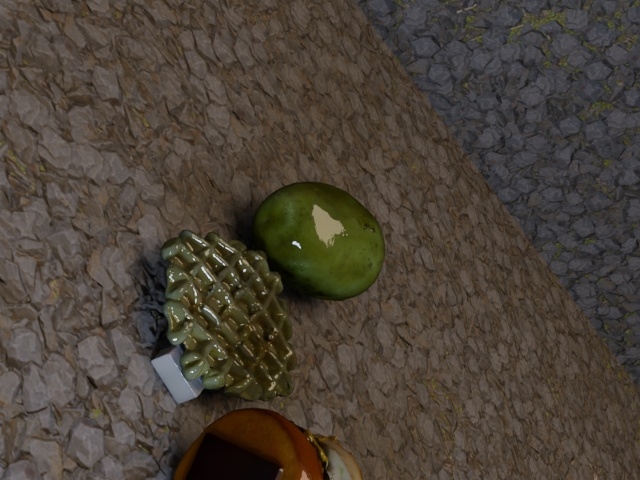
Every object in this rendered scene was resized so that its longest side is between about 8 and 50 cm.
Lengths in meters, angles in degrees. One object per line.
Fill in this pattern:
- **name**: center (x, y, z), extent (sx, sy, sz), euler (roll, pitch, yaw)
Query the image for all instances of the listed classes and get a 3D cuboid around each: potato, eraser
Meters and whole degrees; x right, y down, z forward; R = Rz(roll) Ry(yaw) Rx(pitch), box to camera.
- **potato**: center (-0.002, 0.002, 1.857), extent (0.304, 0.216, 0.216), euler (19, 55, -41)
- **eraser**: center (-0.189, 0.173, 1.590), extent (0.092, 0.046, 0.212), euler (60, 30, -12)

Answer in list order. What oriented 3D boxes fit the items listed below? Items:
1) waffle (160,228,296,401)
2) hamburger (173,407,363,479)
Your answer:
- **waffle**: center (-0.144, 0.121, 1.596), extent (0.309, 0.056, 0.291), euler (19, 55, -50)
- **hamburger**: center (-0.072, 0.397, 1.421), extent (0.225, 0.291, 0.291), euler (31, 46, -47)
